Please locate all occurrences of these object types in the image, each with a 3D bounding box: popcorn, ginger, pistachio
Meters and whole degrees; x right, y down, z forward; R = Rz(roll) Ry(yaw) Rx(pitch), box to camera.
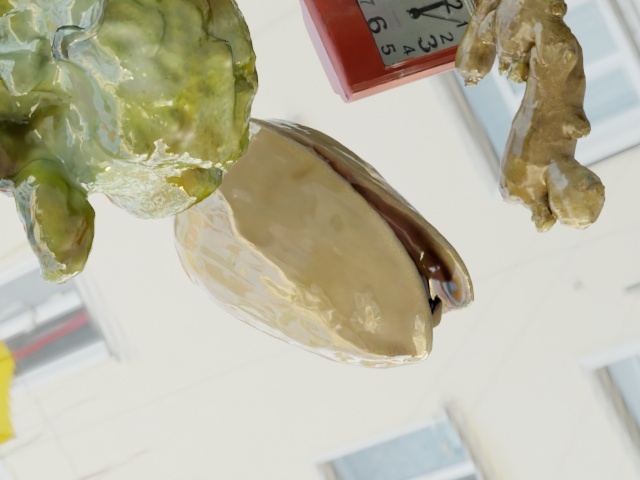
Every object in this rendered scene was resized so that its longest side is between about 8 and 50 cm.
[{"bbox_3d":[-0.131,-0.084,0.866,0.198,0.198,0.212,42,-110,-35],"label":"popcorn"},{"bbox_3d":[0.148,-0.113,1.078,0.052,0.176,0.193,-6,-152,-30],"label":"ginger"},{"bbox_3d":[0.000,0.000,1.065,0.229,0.157,0.157,33,-155,17],"label":"pistachio"}]

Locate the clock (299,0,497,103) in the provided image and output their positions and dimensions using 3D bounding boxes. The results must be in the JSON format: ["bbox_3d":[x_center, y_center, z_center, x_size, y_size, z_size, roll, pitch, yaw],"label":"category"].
[{"bbox_3d":[0.068,-0.182,1.243,0.155,0.061,0.113,-19,-102,-16],"label":"clock"}]
